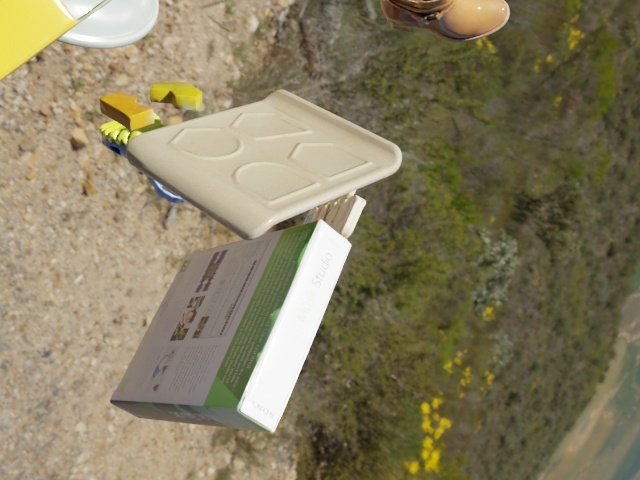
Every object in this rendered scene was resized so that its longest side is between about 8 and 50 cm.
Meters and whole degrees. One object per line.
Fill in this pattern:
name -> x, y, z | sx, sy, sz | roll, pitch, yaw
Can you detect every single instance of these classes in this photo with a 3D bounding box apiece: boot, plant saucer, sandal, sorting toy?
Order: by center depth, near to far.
sorting toy -> -0.093, -0.108, 0.854 | 0.229, 0.307, 0.041 | -29, 138, -38
boot -> 0.187, -0.347, 1.124 | 0.152, 0.197, 0.073 | 13, 75, -84
sandal -> -0.325, -0.161, 1.473 | 0.126, 0.317, 0.138 | -25, 124, -28
plant saucer -> -0.522, -0.584, 1.616 | 0.400, 0.400, 0.100 | -19, 160, -43

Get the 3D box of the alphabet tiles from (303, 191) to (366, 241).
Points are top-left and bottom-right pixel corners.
alphabet tiles -> 0.000, 0.000, 1.321 | 0.021, 0.284, 0.278 | 26, 81, -13

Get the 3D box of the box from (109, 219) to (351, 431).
box -> -0.118, 0.106, 0.923 | 0.058, 0.322, 0.232 | 37, 62, -26

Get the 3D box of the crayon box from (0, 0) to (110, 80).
crayon box -> -0.364, -0.174, 0.751 | 0.323, 0.203, 0.083 | -42, 114, -14
